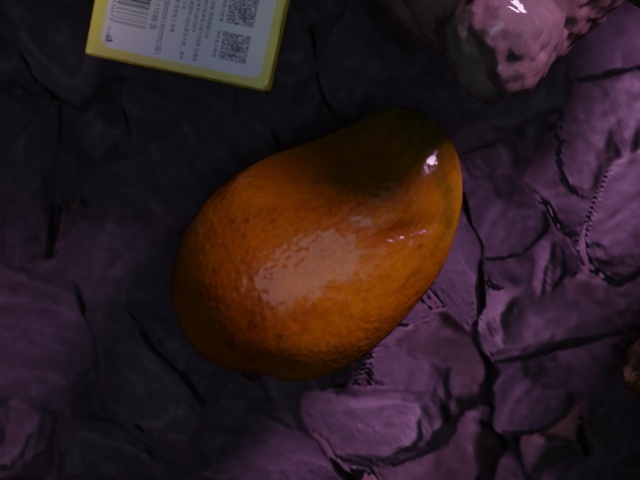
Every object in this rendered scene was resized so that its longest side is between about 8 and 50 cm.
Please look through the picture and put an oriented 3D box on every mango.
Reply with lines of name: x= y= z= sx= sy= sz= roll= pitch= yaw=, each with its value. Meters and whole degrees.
mango: x=0.002 y=0.007 z=0.893 sx=0.165 sy=0.089 sz=0.115 roll=-24 pitch=93 yaw=0

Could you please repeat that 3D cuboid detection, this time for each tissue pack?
tissue pack: x=-0.054 y=-0.170 z=0.863 sx=0.095 sy=0.062 sz=0.176 roll=11 pitch=101 yaw=-7

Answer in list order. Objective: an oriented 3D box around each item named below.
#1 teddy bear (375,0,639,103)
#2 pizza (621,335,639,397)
teddy bear: x=0.130 y=-0.195 z=0.822 sx=0.267 sy=0.151 sz=0.236 roll=-32 pitch=117 yaw=7
pizza: x=0.307 y=-0.012 z=0.898 sx=0.323 sy=0.089 sz=0.223 roll=-9 pitch=110 yaw=-2
